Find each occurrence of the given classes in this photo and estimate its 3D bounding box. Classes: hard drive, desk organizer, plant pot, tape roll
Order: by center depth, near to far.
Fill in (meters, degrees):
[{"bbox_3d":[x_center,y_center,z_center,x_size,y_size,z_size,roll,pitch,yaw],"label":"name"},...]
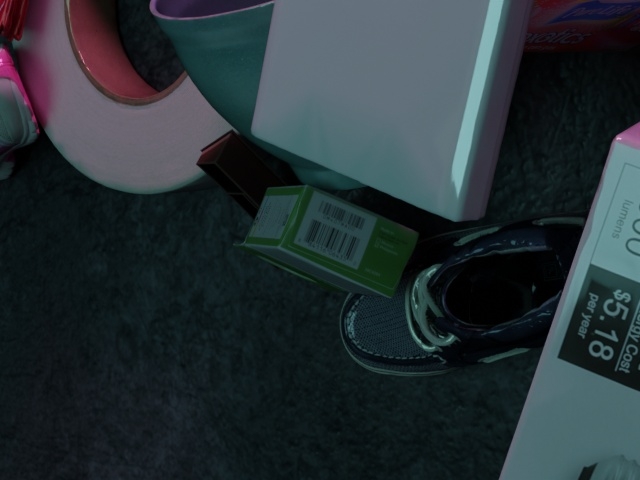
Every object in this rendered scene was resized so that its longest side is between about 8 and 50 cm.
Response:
[{"bbox_3d":[0.059,-0.191,1.190,0.203,0.040,0.307,25,112,38],"label":"hard drive"},{"bbox_3d":[0.027,-0.165,1.484,0.293,0.293,0.196,-2,119,40],"label":"plant pot"},{"bbox_3d":[-0.061,-0.036,1.648,0.047,0.050,0.130,-30,113,38],"label":"desk organizer"},{"bbox_3d":[-0.161,-0.239,1.747,0.392,0.072,0.392,5,97,39],"label":"tape roll"}]

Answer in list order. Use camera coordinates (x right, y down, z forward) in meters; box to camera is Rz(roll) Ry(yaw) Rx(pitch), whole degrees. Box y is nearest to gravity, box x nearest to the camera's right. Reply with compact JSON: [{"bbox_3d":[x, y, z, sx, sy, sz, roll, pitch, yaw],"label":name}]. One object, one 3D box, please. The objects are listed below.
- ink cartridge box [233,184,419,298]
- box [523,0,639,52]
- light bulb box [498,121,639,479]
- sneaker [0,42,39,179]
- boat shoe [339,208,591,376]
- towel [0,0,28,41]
[{"bbox_3d":[0.000,0.000,1.550,0.062,0.109,0.209,-67,13,-5],"label":"ink cartridge box"},{"bbox_3d":[0.177,-0.237,1.309,0.142,0.300,0.154,-29,75,40],"label":"box"},{"bbox_3d":[0.336,0.133,1.195,0.361,0.225,0.358,21,108,16],"label":"light bulb box"},{"bbox_3d":[-0.375,-0.122,1.859,0.103,0.111,0.252,66,153,15],"label":"sneaker"},{"bbox_3d":[0.113,0.046,1.483,0.340,0.158,0.127,-21,80,39],"label":"boat shoe"},{"bbox_3d":[-0.347,-0.337,1.855,0.275,0.031,0.199,40,120,57],"label":"towel"}]
